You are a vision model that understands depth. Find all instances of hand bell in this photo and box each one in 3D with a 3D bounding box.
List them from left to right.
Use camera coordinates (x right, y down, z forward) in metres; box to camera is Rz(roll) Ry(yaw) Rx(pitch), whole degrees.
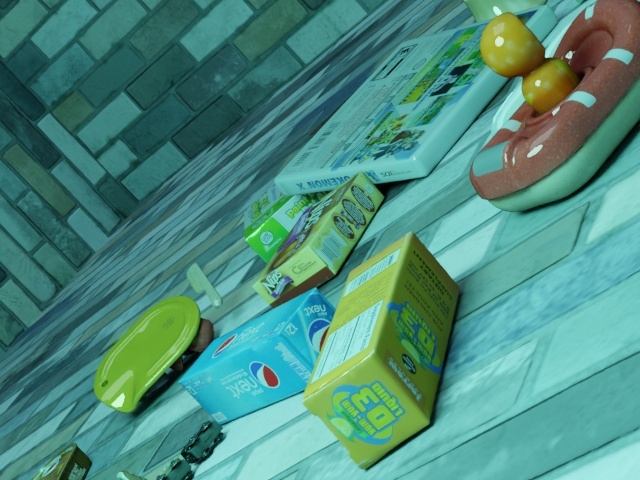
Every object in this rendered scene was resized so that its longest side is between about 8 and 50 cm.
[{"bbox_3d":[0.207,-0.405,2.037,0.126,0.242,0.126,-40,11,10],"label":"hand bell"}]

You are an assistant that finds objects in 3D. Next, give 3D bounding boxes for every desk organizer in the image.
[{"bbox_3d":[0.045,-0.206,2.376,0.130,0.047,0.050,-44,13,-6],"label":"desk organizer"}]

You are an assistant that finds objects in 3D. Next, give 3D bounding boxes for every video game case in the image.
[{"bbox_3d":[0.125,-0.185,1.875,0.300,0.036,0.329,-5,36,53],"label":"video game case"}]

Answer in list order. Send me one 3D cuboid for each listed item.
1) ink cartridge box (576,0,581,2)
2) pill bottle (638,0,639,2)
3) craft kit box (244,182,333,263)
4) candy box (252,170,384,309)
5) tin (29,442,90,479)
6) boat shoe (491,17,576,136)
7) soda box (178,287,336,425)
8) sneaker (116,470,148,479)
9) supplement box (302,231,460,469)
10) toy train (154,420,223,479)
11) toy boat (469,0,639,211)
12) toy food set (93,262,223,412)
[{"bbox_3d":[0.393,-0.382,1.756,0.109,0.062,0.209,-46,12,-21],"label":"ink cartridge box"},{"bbox_3d":[0.375,-0.330,1.352,0.160,0.160,0.283,-46,11,-16],"label":"pill bottle"},{"bbox_3d":[-0.009,-0.086,2.087,0.246,0.061,0.250,-45,10,5],"label":"craft kit box"},{"bbox_3d":[0.000,0.000,1.715,0.109,0.053,0.186,-35,14,37],"label":"candy box"},{"bbox_3d":[-0.346,0.322,1.752,0.106,0.040,0.189,-36,12,14],"label":"tin"},{"bbox_3d":[0.248,-0.170,1.474,0.184,0.066,0.063,-54,13,-7],"label":"boat shoe"},{"bbox_3d":[-0.055,0.120,1.402,0.210,0.067,0.071,-29,17,52],"label":"soda box"},{"bbox_3d":[-0.214,0.295,1.277,0.188,0.071,0.066,-49,12,-32],"label":"sneaker"},{"bbox_3d":[0.054,0.082,1.129,0.080,0.078,0.233,-35,14,25],"label":"supplement box"},{"bbox_3d":[-0.152,0.241,1.389,0.158,0.027,0.036,-49,9,-32],"label":"toy train"},{"bbox_3d":[0.206,-0.145,1.265,0.231,0.151,0.151,-48,12,-24],"label":"toy boat"},{"bbox_3d":[-0.199,0.147,1.852,0.218,0.071,0.128,-46,35,-6],"label":"toy food set"}]
